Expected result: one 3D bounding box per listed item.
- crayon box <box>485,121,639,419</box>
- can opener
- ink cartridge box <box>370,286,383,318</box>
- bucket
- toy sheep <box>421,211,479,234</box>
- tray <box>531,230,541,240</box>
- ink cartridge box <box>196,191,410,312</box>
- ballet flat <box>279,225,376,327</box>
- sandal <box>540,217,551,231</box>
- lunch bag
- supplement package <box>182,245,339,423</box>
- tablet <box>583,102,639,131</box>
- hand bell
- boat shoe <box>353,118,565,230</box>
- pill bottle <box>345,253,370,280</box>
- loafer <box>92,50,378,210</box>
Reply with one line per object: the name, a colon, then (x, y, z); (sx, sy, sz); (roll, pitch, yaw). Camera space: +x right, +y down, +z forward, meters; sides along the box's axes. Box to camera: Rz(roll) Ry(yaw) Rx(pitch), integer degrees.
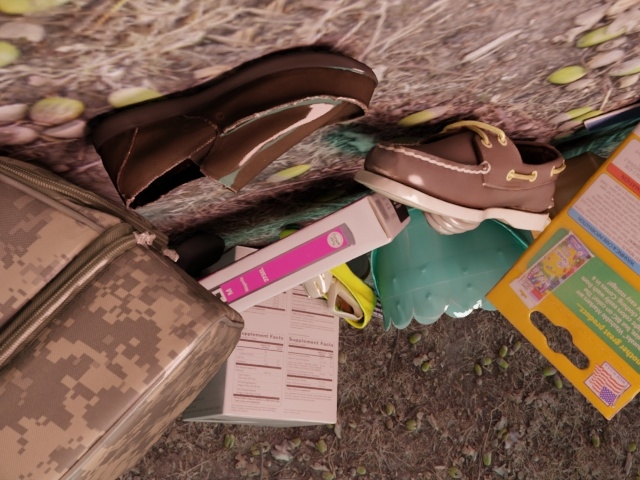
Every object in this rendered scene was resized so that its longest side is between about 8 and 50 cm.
crayon box: (0.373, 0.016, 0.760); (0.083, 0.203, 0.323); (3, 129, -54)
can opener: (-0.218, 0.052, 0.842); (0.093, 0.074, 0.280); (-62, 172, 26)
ink cartridge box: (0.041, 0.098, 1.299); (0.223, 0.045, 0.224); (22, 174, 11)
bucket: (0.213, 0.029, 1.073); (0.281, 0.183, 0.281); (-13, 169, -2)
toy sheep: (0.185, -0.053, 0.883); (0.091, 0.091, 0.132); (-6, 154, -32)
tray: (0.517, -0.039, 1.367); (0.203, 0.076, 0.411); (-19, 168, 31)
ink cartridge box: (-0.069, 0.041, 0.859); (0.371, 0.069, 0.176); (-29, -179, 17)
ballet flat: (0.014, 0.066, 1.042); (0.077, 0.077, 0.231); (-9, 142, 37)
sandal: (0.372, -0.046, 1.128); (0.102, 0.076, 0.265); (-9, 167, -30)
lunch bag: (-0.222, 0.059, 0.567); (0.212, 0.256, 0.305); (-50, 175, -8)
supplement package: (-0.100, 0.173, 1.133); (0.198, 0.262, 0.199); (12, 159, -27)
tablet: (0.354, -0.147, 0.785); (0.083, 0.006, 0.054); (-16, 169, 25)
hand bell: (0.399, -0.109, 0.857); (0.242, 0.126, 0.126); (-31, 163, 22)
boat shoe: (0.159, -0.075, 0.697); (0.324, 0.096, 0.117); (4, -159, -47)
pill bottle: (0.064, 0.048, 1.315); (0.065, 0.065, 0.116); (-13, 170, 5)
loafer: (-0.059, -0.073, 0.496); (0.220, 0.078, 0.080); (-15, 169, 15)
